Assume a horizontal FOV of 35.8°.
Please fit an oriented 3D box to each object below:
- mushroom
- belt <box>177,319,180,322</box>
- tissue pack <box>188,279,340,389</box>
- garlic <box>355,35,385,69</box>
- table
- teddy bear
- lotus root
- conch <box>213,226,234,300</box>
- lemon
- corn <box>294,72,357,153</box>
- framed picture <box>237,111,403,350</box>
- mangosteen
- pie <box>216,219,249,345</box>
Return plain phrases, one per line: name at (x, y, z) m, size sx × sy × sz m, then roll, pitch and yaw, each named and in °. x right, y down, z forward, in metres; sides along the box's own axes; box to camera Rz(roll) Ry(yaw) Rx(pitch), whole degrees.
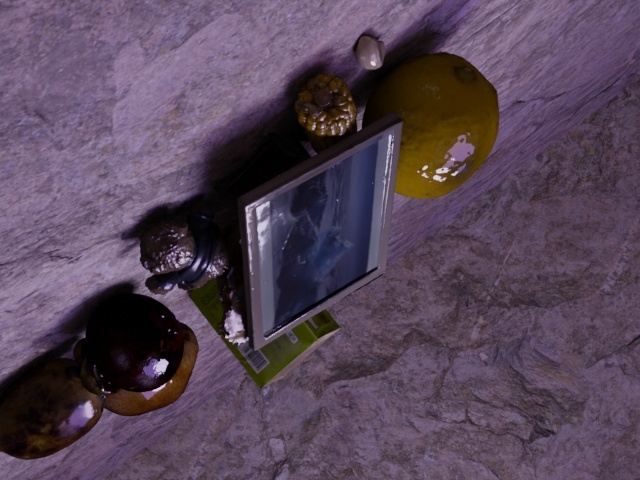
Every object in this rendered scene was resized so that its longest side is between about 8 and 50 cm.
mushroom at (-0.375, 0.267, 2.118) m, size 0.263 × 0.195 × 0.283 m, roll -26°, pitch 165°, yaw -26°
belt at (-0.359, 0.221, 2.321) m, size 0.083 × 0.059 × 0.036 m, roll -44°, pitch 168°, yaw 33°
tissue pack at (-0.127, 0.161, 2.245) m, size 0.200 × 0.275 × 0.167 m, roll -42°, pitch 169°, yaw 19°
garlic at (0.083, -0.307, 1.623) m, size 0.041 × 0.053 × 0.083 m, roll 6°, pitch -169°, yaw 21°
table at (-0.089, -0.124, 1.772) m, size 0.146 × 0.062 × 0.175 m, roll -42°, pitch 167°, yaw 21°
teddy bear at (-0.225, 0.019, 1.747) m, size 0.251 × 0.129 × 0.182 m, roll 15°, pitch 90°, yaw -71°
lotus root at (-0.540, 0.338, 1.950) m, size 0.314 × 0.169 × 0.141 m, roll -35°, pitch -150°, yaw -1°
conch at (-0.137, 0.034, 2.044) m, size 0.210 × 0.159 × 0.291 m, roll -11°, pitch 128°, yaw -33°
lemon at (0.200, -0.210, 1.838) m, size 0.260 × 0.260 × 0.284 m, roll -34°, pitch 168°, yaw -16°
corn at (0.015, -0.204, 1.692) m, size 0.102 × 0.102 × 0.313 m, roll -37°, pitch 172°, yaw -2°
framed picture at (0.000, 0.000, 1.776) m, size 0.326 × 0.028 × 0.446 m, roll -31°, pitch 149°, yaw -21°
mangosteen at (-0.361, 0.200, 1.891) m, size 0.210 × 0.210 × 0.210 m, roll -36°, pitch 169°, yaw -8°
pie at (-0.069, 0.050, 1.918) m, size 0.354 × 0.103 × 0.288 m, roll -30°, pitch 135°, yaw -26°
